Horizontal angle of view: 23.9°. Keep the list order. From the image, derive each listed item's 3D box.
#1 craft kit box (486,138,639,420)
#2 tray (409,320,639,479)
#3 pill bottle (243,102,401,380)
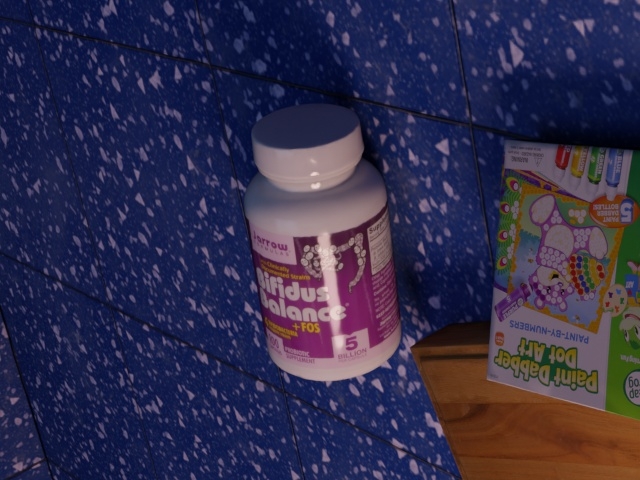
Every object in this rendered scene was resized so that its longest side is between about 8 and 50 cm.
[{"bbox_3d":[0.265,0.033,1.430,0.250,0.061,0.247,9,100,54],"label":"craft kit box"},{"bbox_3d":[0.269,0.186,1.607,0.411,0.076,0.203,-9,105,59],"label":"tray"},{"bbox_3d":[0.000,0.000,1.779,0.169,0.169,0.302,26,133,46],"label":"pill bottle"}]
